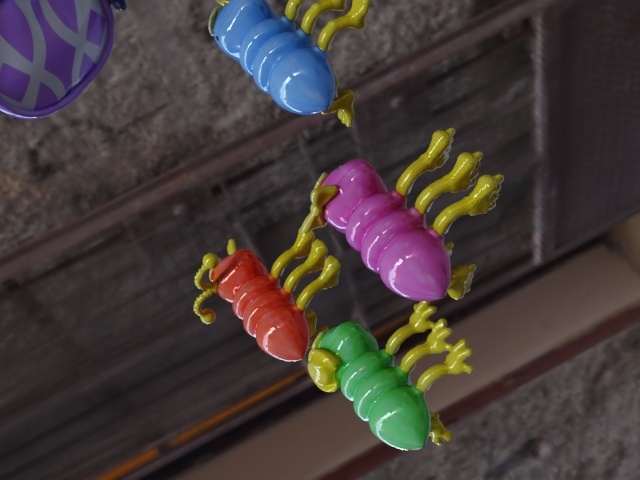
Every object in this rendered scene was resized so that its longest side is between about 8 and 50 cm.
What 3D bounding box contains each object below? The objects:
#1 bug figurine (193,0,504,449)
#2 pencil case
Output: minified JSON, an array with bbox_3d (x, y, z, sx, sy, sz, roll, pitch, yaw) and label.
[{"bbox_3d":[0.000,0.000,0.630,0.216,0.072,0.279,45,146,35],"label":"bug figurine"},{"bbox_3d":[-0.198,-0.134,0.600,0.206,0.086,0.088,28,161,35],"label":"pencil case"}]
